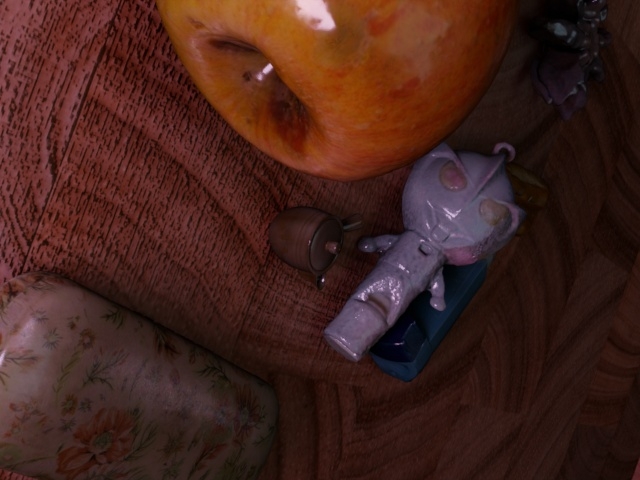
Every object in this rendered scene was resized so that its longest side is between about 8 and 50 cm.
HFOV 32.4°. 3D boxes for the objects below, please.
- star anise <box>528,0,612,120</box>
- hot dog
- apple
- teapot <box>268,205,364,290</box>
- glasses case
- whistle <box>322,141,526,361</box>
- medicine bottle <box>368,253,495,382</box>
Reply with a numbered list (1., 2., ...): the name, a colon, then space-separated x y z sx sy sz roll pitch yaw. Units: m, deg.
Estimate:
1. star anise: 0.360 -0.288 1.572 0.229 0.093 0.236 -8 115 -57
2. hot dog: 0.251 -0.063 1.542 0.249 0.076 0.102 12 109 -60
3. apple: 0.022 -0.206 0.888 0.275 0.299 0.299 -43 140 -22
4. teapot: 0.000 0.000 1.175 0.110 0.080 0.085 -28 129 -48
5. glasses case: -0.164 0.152 0.983 0.156 0.098 0.425 -63 149 -8
6. whistle: 0.132 0.003 1.343 0.346 0.134 0.142 -49 112 -16
7. medicine bottle: 0.144 0.078 1.447 0.258 0.079 0.124 -48 142 -34
